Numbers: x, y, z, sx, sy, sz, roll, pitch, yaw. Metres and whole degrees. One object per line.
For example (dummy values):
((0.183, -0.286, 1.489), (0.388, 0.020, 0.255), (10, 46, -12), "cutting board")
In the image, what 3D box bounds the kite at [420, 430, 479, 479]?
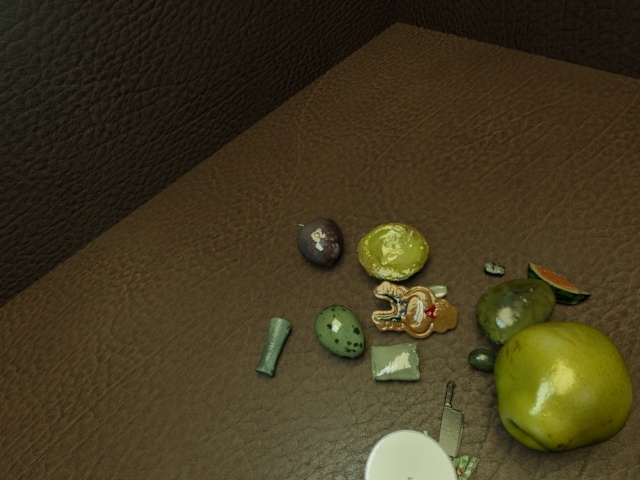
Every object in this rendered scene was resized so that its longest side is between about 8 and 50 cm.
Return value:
((0.351, 0.749, 1.295), (0.322, 0.013, 0.268), (-11, 51, 9), "kite")

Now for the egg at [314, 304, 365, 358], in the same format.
((0.079, 0.355, 1.575), (0.177, 0.177, 0.228), (-38, 70, -15), "egg")

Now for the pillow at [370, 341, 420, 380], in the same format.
((0.273, 0.451, 1.507), (0.181, 0.078, 0.134), (-5, 52, 13), "pillow")

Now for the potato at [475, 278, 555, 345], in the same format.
((0.709, 0.252, 1.483), (0.307, 0.173, 0.210), (-27, 43, -9), "potato")

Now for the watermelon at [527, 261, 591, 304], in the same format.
((0.904, 0.169, 1.576), (0.119, 0.063, 0.245), (-27, 43, -30), "watermelon")

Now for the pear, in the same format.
((0.714, 0.433, 1.232), (0.362, 0.363, 0.418), (28, 61, 31), "pear")

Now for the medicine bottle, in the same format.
((0.260, 0.700, 1.186), (0.252, 0.241, 0.253), (-6, 57, 9), "medicine bottle")

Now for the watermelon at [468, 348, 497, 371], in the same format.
((0.582, 0.424, 1.444), (0.110, 0.078, 0.078), (10, 56, 15), "watermelon")

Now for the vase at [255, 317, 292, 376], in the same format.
((-0.193, 0.432, 1.644), (0.096, 0.096, 0.220), (6, 58, 20), "vase")

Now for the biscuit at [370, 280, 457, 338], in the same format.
((0.363, 0.273, 1.588), (0.333, 0.047, 0.202), (10, 81, 8), "biscuit")

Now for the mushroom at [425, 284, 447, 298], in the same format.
((0.405, 0.222, 1.650), (0.209, 0.071, 0.085), (-13, 83, 5), "mushroom")

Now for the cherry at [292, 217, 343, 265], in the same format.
((0.000, 0.000, 1.869), (0.213, 0.183, 0.266), (-30, 66, 2), "cherry")

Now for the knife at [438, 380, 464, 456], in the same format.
((0.447, 0.597, 1.378), (0.072, 0.019, 0.245), (8, 53, 19), "knife")

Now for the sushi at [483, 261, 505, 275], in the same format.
((0.711, 0.120, 1.668), (0.083, 0.044, 0.046), (14, 57, 26), "sushi")

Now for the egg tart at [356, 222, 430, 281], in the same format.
((0.317, 0.062, 1.774), (0.314, 0.120, 0.315), (-6, 53, 9), "egg tart")
